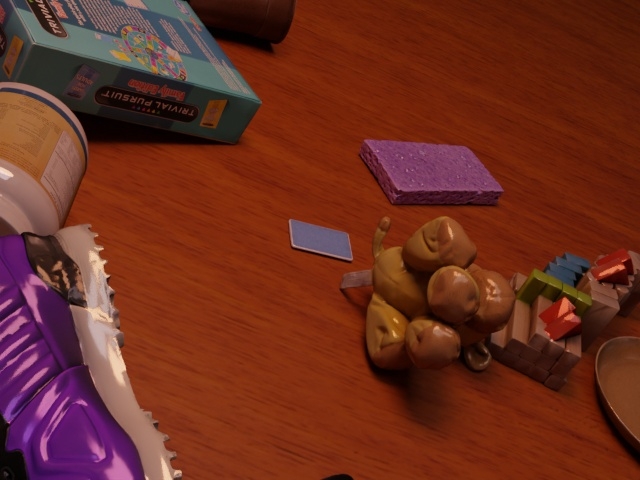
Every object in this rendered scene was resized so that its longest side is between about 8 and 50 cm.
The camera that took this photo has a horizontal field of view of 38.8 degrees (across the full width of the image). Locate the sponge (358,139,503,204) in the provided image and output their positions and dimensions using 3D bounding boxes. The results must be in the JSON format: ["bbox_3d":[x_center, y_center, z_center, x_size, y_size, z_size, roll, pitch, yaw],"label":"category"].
[{"bbox_3d":[0.168,-0.102,1.373,0.210,0.031,0.117,-1,44,-34],"label":"sponge"}]

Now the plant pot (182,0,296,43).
[{"bbox_3d":[-0.141,-0.404,1.452,0.165,0.167,0.167,-1,43,-23],"label":"plant pot"}]

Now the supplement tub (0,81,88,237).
[{"bbox_3d":[-0.315,-0.048,0.883,0.144,0.144,0.200,19,36,-13],"label":"supplement tub"}]

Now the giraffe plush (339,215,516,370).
[{"bbox_3d":[0.147,0.074,1.055,0.170,0.181,0.210,18,0,-30],"label":"giraffe plush"}]

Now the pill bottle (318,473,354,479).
[{"bbox_3d":[0.045,0.297,0.703,0.122,0.123,0.219,-9,48,-40],"label":"pill bottle"}]

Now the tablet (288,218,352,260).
[{"bbox_3d":[0.000,0.000,1.153,0.083,0.006,0.054,13,38,-18],"label":"tablet"}]

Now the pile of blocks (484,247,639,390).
[{"bbox_3d":[0.342,0.059,1.213,0.149,0.113,0.362,41,37,19],"label":"pile of blocks"}]

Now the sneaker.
[{"bbox_3d":[-0.170,0.104,0.475,0.146,0.102,0.293,1,37,-28],"label":"sneaker"}]

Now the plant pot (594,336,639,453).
[{"bbox_3d":[0.443,0.219,1.147,0.236,0.032,0.236,19,36,-14],"label":"plant pot"}]

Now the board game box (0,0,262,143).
[{"bbox_3d":[-0.274,-0.256,1.181,0.336,0.079,0.254,7,38,-45],"label":"board game box"}]
